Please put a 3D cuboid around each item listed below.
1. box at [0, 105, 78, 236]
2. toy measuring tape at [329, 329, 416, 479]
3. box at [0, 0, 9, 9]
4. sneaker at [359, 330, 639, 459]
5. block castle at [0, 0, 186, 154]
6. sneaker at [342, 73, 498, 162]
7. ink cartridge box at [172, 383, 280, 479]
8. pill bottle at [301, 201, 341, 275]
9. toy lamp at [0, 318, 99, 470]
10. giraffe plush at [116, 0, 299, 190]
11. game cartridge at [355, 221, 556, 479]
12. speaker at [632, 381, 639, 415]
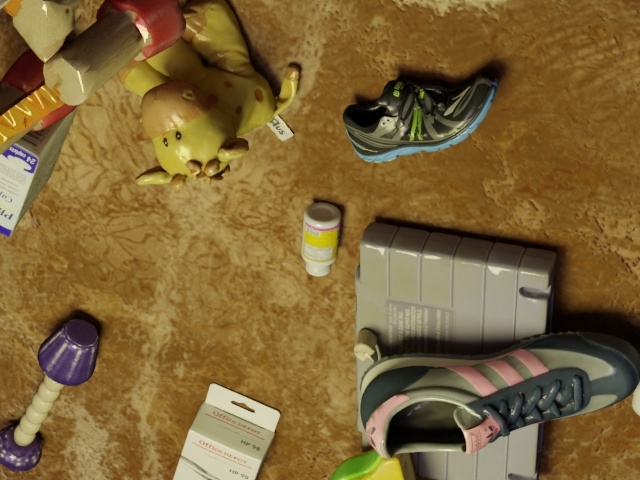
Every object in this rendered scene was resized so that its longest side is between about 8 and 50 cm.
[{"bbox_3d":[-0.349,-0.099,2.025,0.072,0.126,0.137,27,131,-2],"label":"box"},{"bbox_3d":[0.046,0.262,2.093,0.121,0.121,0.330,-3,117,24],"label":"toy measuring tape"},{"bbox_3d":[-0.371,-0.228,1.654,0.101,0.102,0.087,51,141,-10],"label":"box"},{"bbox_3d":[0.202,0.187,1.941,0.319,0.131,0.112,-10,121,8],"label":"sneaker"},{"bbox_3d":[-0.369,-0.327,1.808,0.303,0.213,0.453,-25,107,47],"label":"block castle"},{"bbox_3d":[0.103,-0.137,1.857,0.188,0.067,0.078,-15,125,34],"label":"sneaker"},{"bbox_3d":[-0.126,0.280,2.274,0.104,0.060,0.180,23,131,4],"label":"ink cartridge box"},{"bbox_3d":[0.000,0.000,2.019,0.043,0.043,0.083,14,130,11],"label":"pill bottle"},{"bbox_3d":[-0.357,0.202,2.294,0.080,0.080,0.275,29,132,-2],"label":"toy lamp"},{"bbox_3d":[-0.136,-0.134,1.885,0.210,0.170,0.181,35,130,-7],"label":"giraffe plush"},{"bbox_3d":[0.154,0.143,2.062,0.230,0.068,0.355,13,130,17],"label":"game cartridge"},{"bbox_3d":[0.385,0.139,1.968,0.055,0.055,0.136,12,129,12],"label":"speaker"}]
